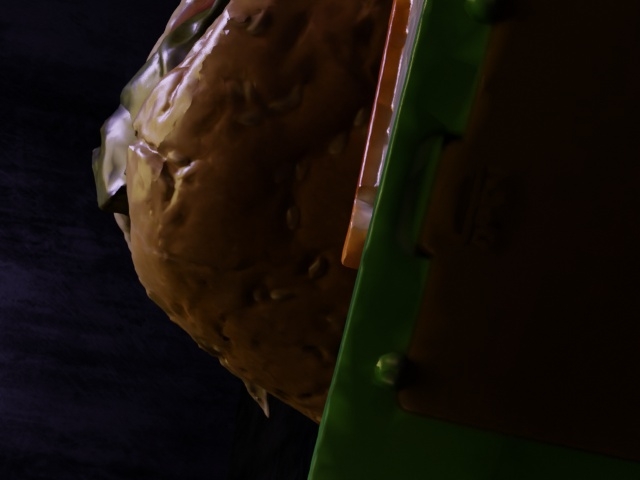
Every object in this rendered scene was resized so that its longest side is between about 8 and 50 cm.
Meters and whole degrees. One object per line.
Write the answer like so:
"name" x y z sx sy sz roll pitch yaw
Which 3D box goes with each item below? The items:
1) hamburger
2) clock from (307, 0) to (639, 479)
"hamburger" -0.012 -0.044 0.823 0.162 0.208 0.330 -97 16 -75
"clock" 0.074 -0.050 0.501 0.255 0.106 0.220 -80 3 -67
